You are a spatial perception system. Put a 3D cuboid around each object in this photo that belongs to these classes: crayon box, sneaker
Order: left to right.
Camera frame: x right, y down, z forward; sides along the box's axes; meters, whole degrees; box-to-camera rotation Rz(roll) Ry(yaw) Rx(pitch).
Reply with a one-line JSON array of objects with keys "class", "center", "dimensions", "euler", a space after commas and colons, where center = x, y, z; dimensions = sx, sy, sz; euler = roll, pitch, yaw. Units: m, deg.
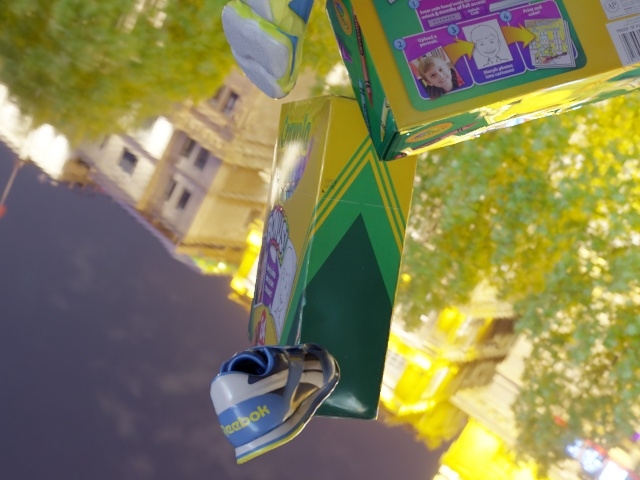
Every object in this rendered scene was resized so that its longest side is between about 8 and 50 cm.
[{"class": "sneaker", "center": [-0.029, 0.090, 0.632], "dimensions": [0.059, 0.053, 0.144], "euler": [56, -162, -2]}, {"class": "sneaker", "center": [-0.020, -0.228, 0.844], "dimensions": [0.091, 0.126, 0.240], "euler": [46, 161, 22]}, {"class": "crayon box", "center": [0.000, 0.000, 1.095], "dimensions": [0.106, 0.313, 0.363], "euler": [7, -175, -11]}, {"class": "crayon box", "center": [0.162, -0.193, 0.881], "dimensions": [0.081, 0.279, 0.165], "euler": [109, 144, -73]}]
